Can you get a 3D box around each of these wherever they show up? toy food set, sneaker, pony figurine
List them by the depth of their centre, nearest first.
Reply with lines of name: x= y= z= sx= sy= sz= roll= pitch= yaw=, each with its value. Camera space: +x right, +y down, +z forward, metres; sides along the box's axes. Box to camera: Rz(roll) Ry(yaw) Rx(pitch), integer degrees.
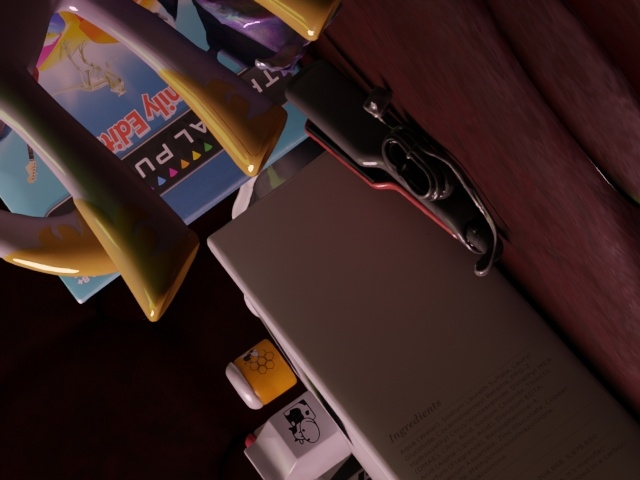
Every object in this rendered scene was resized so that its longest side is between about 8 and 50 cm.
pony figurine: x=-0.177 y=-0.163 z=1.127 sx=0.363 sy=0.351 sz=0.303 roll=28 pitch=164 yaw=4
toy food set: x=-0.014 y=0.187 z=1.392 sx=0.232 sy=0.104 sz=0.111 roll=51 pitch=173 yaw=31
sneaker: x=0.000 y=0.000 z=1.793 sx=0.147 sy=0.104 sz=0.296 roll=58 pitch=172 yaw=11

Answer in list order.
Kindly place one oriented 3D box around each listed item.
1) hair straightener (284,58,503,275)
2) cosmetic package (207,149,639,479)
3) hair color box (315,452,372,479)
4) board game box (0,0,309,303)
hair straightener: x=0.044 y=-0.053 z=1.288 sx=0.230 sy=0.047 sz=0.089 roll=49 pitch=174 yaw=43
cosmetic package: x=0.101 y=0.124 z=1.401 sx=0.385 sy=0.156 sz=0.217 roll=52 pitch=175 yaw=34
hair color box: x=0.098 y=0.217 z=1.931 sx=0.113 sy=0.185 sz=0.374 roll=54 pitch=176 yaw=-15
board game box: x=-0.189 y=-0.159 z=1.590 sx=0.336 sy=0.254 sz=0.079 roll=54 pitch=175 yaw=-4
